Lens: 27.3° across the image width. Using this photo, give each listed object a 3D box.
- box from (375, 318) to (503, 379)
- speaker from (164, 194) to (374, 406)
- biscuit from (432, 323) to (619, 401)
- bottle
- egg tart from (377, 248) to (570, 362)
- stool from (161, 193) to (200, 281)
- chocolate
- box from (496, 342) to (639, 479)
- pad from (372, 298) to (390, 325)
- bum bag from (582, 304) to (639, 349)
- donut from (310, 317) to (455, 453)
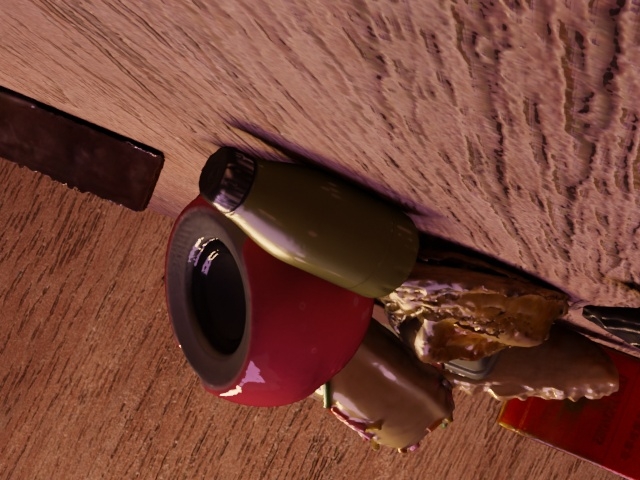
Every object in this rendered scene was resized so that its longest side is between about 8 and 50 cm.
[{"bbox_3d":[0.189,0.116,2.049,0.210,0.148,0.129,21,164,16],"label":"box"},{"bbox_3d":[-0.067,0.068,1.668,0.294,0.294,0.294,22,176,2],"label":"speaker"},{"bbox_3d":[0.321,0.192,2.153,0.309,0.040,0.204,2,-151,0],"label":"biscuit"},{"bbox_3d":[-0.015,-0.025,1.479,0.260,0.112,0.112,25,175,-30],"label":"bottle"},{"bbox_3d":[0.192,0.105,1.770,0.297,0.132,0.297,7,166,2],"label":"egg tart"},{"bbox_3d":[-0.130,0.043,2.356,0.272,0.178,0.272,22,168,5],"label":"stool"},{"bbox_3d":[-0.405,-0.149,2.081,0.321,0.112,0.112,21,-175,1],"label":"chocolate"},{"bbox_3d":[0.485,0.286,2.261,0.313,0.197,0.089,21,175,27],"label":"box"},{"bbox_3d":[0.062,0.082,1.919,0.113,0.006,0.188,13,158,39],"label":"pad"},{"bbox_3d":[0.398,0.113,1.435,0.248,0.060,0.123,24,175,-32],"label":"bum bag"},{"bbox_3d":[0.013,0.163,1.938,0.371,0.150,0.307,32,171,41],"label":"donut"}]
